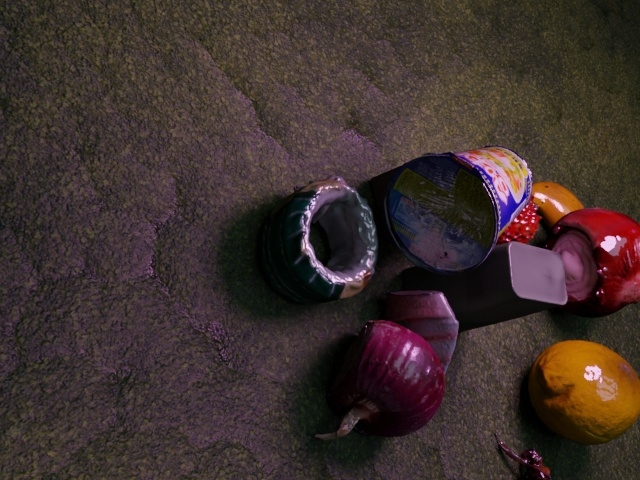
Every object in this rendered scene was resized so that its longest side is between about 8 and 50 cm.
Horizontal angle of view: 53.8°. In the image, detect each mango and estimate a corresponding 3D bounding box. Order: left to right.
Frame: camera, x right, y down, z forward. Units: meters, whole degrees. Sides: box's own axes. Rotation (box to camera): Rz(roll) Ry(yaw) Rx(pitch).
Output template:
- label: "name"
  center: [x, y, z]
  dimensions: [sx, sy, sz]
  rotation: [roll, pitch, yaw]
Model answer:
- label: "mango"
  center: [0.784, -0.102, 2.069]
  dimensions: [0.262, 0.109, 0.157]
  rotation: [40, 59, -17]

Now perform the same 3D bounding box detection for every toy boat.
- label: "toy boat"
  center: [0.246, 0.259, 1.515]
  dimensions: [0.096, 0.206, 0.282]
  rotation: [-7, 94, -48]

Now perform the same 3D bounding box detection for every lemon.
- label: "lemon"
  center: [0.725, 0.416, 1.742]
  dimensions: [0.297, 0.297, 0.296]
  rotation: [13, 67, -32]

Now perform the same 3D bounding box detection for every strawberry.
- label: "strawberry"
  center: [0.488, -0.063, 1.819]
  dimensions: [0.245, 0.205, 0.205]
  rotation: [-11, 80, -16]

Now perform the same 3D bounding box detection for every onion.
- label: "onion"
  center: [0.160, 0.310, 1.401]
  dimensions: [0.256, 0.230, 0.272]
  rotation: [23, 55, -28]
- label: "onion"
  center: [0.839, 0.065, 1.921]
  dimensions: [0.341, 0.341, 0.341]
  rotation: [13, 67, -32]

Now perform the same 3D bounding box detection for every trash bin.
- label: "trash bin"
  center: [0.402, 0.124, 1.565]
  dimensions: [0.223, 0.343, 0.158]
  rotation: [12, 70, -34]

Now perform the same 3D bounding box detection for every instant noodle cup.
- label: "instant noodle cup"
  center: [0.347, -0.100, 1.471]
  dimensions: [0.312, 0.284, 0.284]
  rotation: [-26, 91, -47]

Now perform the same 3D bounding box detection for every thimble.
- label: "thimble"
  center: [0.000, 0.000, 1.428]
  dimensions: [0.254, 0.167, 0.288]
  rotation: [17, 66, -32]

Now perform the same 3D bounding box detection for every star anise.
- label: "star anise"
  center: [0.528, 0.596, 1.671]
  dimensions: [0.144, 0.158, 0.140]
  rotation: [8, 55, 1]

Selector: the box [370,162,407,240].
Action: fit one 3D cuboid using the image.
- label: "box"
  center: [0.282, -0.098, 1.676]
  dimensions: [0.252, 0.153, 0.188]
  rotation: [-5, 80, -37]
